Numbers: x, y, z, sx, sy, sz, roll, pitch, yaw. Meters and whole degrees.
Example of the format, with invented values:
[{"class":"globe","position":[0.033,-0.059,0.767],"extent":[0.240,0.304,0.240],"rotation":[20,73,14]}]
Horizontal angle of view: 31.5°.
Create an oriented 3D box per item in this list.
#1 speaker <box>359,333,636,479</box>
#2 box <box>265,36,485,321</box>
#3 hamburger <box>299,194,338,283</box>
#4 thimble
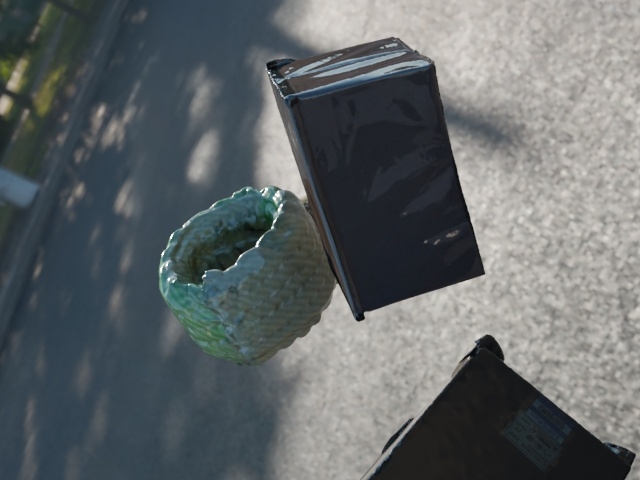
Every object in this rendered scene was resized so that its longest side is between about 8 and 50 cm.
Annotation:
[{"class":"speaker","position":[0.110,0.256,0.990],"extent":[0.254,0.184,0.232],"rotation":[-41,-12,-40]},{"class":"box","position":[0.057,-0.074,1.191],"extent":[0.153,0.252,0.188],"rotation":[-18,22,-2]},{"class":"hamburger","position":[0.000,0.000,1.591],"extent":[0.127,0.081,0.141],"rotation":[29,99,29]},{"class":"thimble","position":[-0.090,0.045,1.432],"extent":[0.219,0.150,0.219],"rotation":[-23,30,14]}]
